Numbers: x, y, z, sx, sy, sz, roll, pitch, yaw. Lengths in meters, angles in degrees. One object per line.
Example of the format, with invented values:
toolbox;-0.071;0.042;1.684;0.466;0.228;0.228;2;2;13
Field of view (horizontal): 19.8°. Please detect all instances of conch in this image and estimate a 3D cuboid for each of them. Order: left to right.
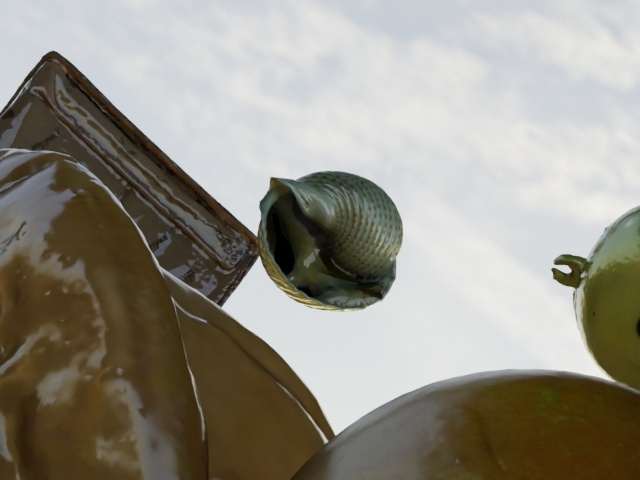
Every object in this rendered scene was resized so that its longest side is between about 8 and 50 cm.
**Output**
conch;-0.001;0.002;0.889;0.085;0.076;0.056;17;-25;-24

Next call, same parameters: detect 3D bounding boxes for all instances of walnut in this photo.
walnut;-0.151;0.173;0.732;0.383;0.383;0.383;31;-23;15

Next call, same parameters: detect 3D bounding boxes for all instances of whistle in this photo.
whistle;0.285;0.065;1.172;0.294;0.141;0.141;24;-26;24

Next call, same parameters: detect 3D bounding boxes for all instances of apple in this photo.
apple;0.057;0.117;0.532;0.163;0.147;0.146;-98;161;-60

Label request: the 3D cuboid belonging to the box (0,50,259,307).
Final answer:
box;-0.226;0.037;1.447;0.225;0.190;0.297;42;-29;-7
